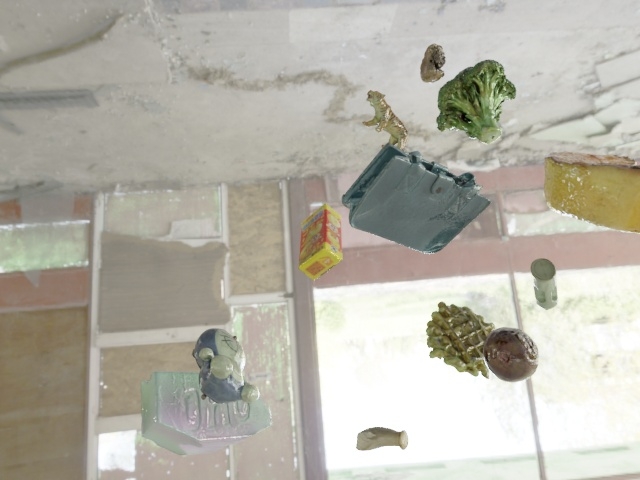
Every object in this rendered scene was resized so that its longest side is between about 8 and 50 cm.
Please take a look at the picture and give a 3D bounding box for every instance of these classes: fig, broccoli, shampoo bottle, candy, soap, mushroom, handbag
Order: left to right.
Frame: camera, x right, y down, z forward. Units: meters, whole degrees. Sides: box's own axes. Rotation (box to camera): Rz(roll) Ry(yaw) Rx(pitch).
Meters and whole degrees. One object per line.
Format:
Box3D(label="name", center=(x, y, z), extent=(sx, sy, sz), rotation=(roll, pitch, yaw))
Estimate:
Box3D(label="soap", center=(-0.403, 0.613, 1.719), extent=(0.446, 0.261, 0.156), rotation=(15, 137, -38))
Box3D(label="candy", center=(0.000, 0.000, 1.757), extent=(0.088, 0.276, 0.146), rotation=(38, 122, -25))
Box3D(label="mushroom", center=(0.277, 0.901, 2.184), extent=(0.247, 0.096, 0.108), rotation=(-11, -162, 21))
Box3D(label="handbag", center=(0.174, -0.071, 0.862), extent=(0.229, 0.062, 0.179), rotation=(19, 131, -27))
Box3D(label="broccoli", center=(0.505, -0.427, 1.519), extent=(0.254, 0.269, 0.269), rotation=(-11, 167, 1))
Box3D(label="fig", center=(0.395, 0.229, 0.982), extent=(0.103, 0.109, 0.154), rotation=(-32, 160, 30))
Box3D(label="shampoo bottle", center=(0.866, 0.186, 1.845), extent=(0.087, 0.118, 0.234), rotation=(-14, 129, 16))

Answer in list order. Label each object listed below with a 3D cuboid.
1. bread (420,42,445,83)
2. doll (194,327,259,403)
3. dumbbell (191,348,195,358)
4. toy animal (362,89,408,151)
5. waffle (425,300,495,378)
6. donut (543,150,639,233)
Box3D(label="bread", center=(0.329, -0.509, 1.398), extent=(0.060, 0.113, 0.082), rotation=(7, 169, -8))
Box3D(label="doll", center=(-0.297, 0.378, 1.471), extent=(0.154, 0.258, 0.228), rotation=(-34, 120, 11))
Box3D(label="dumbbell", center=(-0.404, 0.385, 1.610), extent=(0.036, 0.040, 0.083), rotation=(22, 166, -28))
Box3D(label="toy animal", center=(0.207, -0.339, 1.437), extent=(0.241, 0.099, 0.057), rotation=(46, 169, -19))
Box3D(label="waffle", center=(0.406, 0.276, 1.384), extent=(0.204, 0.223, 0.054), rotation=(20, 139, 8))
Box3D(label="donut", center=(0.723, -0.115, 1.152), extent=(0.377, 0.164, 0.435), rotation=(-1, -164, -22))
